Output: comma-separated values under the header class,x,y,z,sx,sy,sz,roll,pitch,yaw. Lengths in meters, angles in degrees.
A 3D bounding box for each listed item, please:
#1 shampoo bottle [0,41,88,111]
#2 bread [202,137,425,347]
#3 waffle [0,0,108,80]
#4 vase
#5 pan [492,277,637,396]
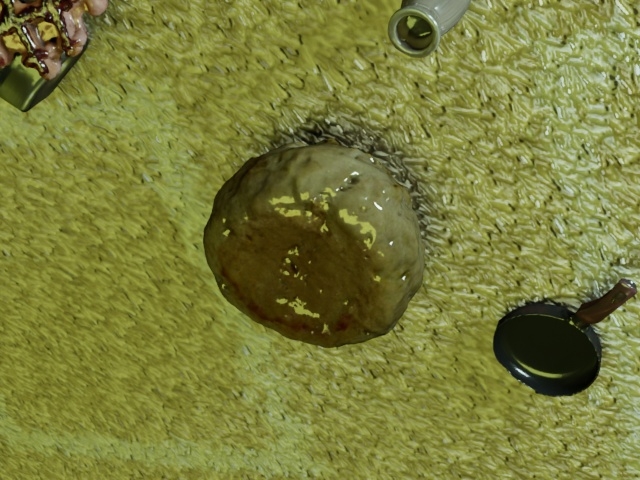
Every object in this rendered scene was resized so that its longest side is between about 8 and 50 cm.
class,x,y,z,sx,sy,sz,roll,pitch,yaw
shampoo bottle,-0.397,-0.284,0.967,0.350,0.084,0.125,42,123,-9
bread,0.000,0.000,0.974,0.229,0.123,0.230,10,128,14
waffle,-0.305,-0.273,0.894,0.234,0.055,0.221,21,106,-6
vase,0.089,-0.189,0.784,0.053,0.101,0.053,14,133,16
pan,0.252,0.085,0.969,0.114,0.040,0.212,32,141,1
